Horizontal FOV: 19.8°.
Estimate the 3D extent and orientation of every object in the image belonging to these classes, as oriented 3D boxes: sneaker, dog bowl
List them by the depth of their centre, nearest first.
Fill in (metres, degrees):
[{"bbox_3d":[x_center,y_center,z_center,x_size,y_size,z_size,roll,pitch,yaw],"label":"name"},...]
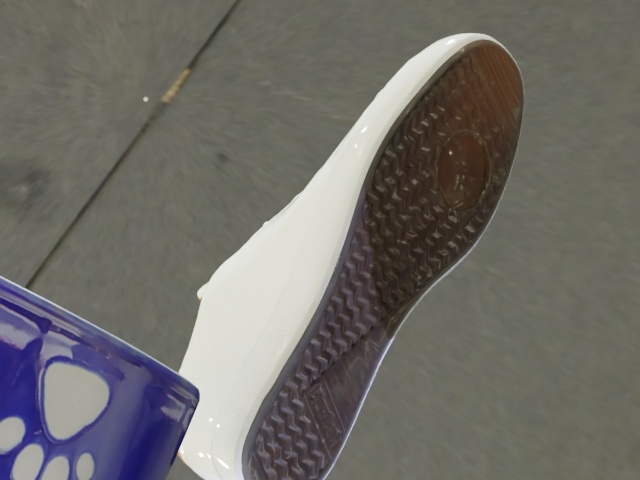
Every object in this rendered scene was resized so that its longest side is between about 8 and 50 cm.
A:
[{"bbox_3d":[-0.188,0.054,0.773,0.265,0.265,0.104,27,81,-7],"label":"dog bowl"},{"bbox_3d":[0.000,0.000,1.013,0.106,0.123,0.290,46,71,-37],"label":"sneaker"}]
